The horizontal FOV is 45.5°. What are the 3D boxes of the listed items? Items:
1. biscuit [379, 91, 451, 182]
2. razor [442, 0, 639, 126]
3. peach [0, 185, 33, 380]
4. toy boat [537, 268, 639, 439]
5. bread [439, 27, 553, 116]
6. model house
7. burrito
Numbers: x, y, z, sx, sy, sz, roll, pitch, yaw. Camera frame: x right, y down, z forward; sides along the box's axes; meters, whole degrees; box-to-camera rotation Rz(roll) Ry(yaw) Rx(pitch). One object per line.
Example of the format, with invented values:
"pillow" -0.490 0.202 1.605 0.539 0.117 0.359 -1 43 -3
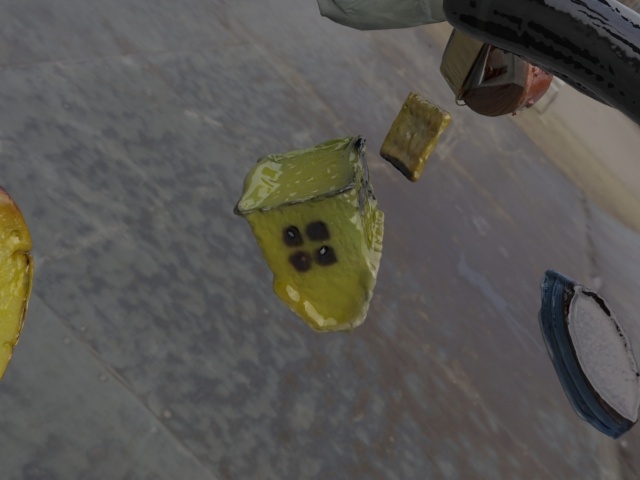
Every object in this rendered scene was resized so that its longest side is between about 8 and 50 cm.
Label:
"biscuit" 0.100 -0.111 0.811 0.018 0.081 0.083 16 19 -30
"razor" 0.318 -0.239 0.922 0.349 0.113 0.204 38 22 25
"peach" -0.389 0.045 0.659 0.245 0.274 0.248 22 -3 -11
"toy boat" 0.445 0.191 1.283 0.142 0.129 0.309 150 -83 -77
"bread" 0.336 -0.340 1.458 0.142 0.224 0.212 -16 53 -34
"model house" 0.000 0.000 1.067 0.193 0.175 0.234 -79 158 -62
"burrito" 0.198 -0.400 1.148 0.139 0.445 0.101 54 40 -45
